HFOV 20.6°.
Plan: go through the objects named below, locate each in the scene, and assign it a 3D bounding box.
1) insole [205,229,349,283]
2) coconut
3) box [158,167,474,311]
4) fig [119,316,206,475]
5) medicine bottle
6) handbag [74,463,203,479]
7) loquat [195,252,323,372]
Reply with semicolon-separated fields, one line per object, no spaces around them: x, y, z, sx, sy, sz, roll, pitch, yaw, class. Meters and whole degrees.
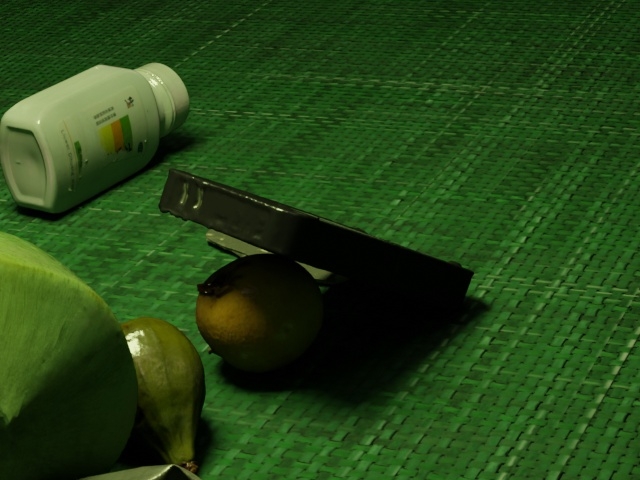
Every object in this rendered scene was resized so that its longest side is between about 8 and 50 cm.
-0.055;0.017;2.228;0.081;0.011;0.248;-24;30;-36;insole
-0.329;0.129;1.670;0.281;0.328;0.328;-34;31;-10;coconut
0.000;0.000;1.973;0.211;0.058;0.350;22;3;39;box
-0.162;0.169;1.826;0.185;0.133;0.126;47;27;14;fig
-0.316;-0.156;2.494;0.111;0.161;0.296;12;28;32;medicine bottle
-0.212;0.275;1.565;0.270;0.117;0.182;-25;6;-37;handbag
-0.067;0.080;1.948;0.141;0.141;0.141;-5;24;2;loquat
